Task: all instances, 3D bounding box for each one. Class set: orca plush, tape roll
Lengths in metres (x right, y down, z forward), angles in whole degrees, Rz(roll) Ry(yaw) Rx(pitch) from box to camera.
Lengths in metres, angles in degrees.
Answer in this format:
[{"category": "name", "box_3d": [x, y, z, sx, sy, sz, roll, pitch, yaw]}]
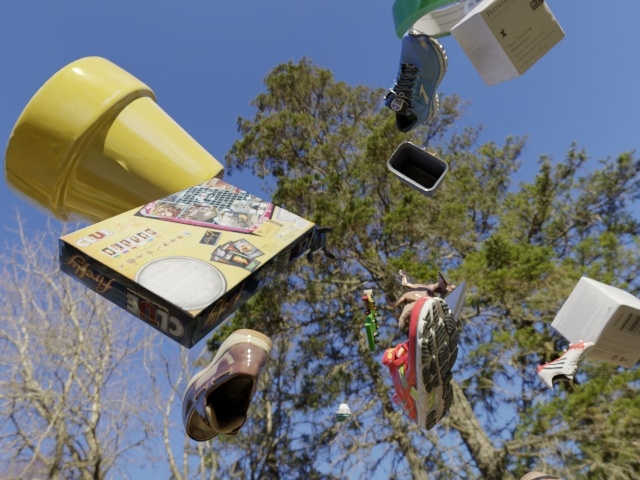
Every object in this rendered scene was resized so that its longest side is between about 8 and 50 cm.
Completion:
[{"category": "orca plush", "box_3d": [0.000, 0.000, 1.444, 0.102, 0.151, 0.287, -19, -30, 16]}, {"category": "tape roll", "box_3d": [0.376, -0.693, 1.322, 0.321, 0.321, 0.077, -12, -87, -6]}]

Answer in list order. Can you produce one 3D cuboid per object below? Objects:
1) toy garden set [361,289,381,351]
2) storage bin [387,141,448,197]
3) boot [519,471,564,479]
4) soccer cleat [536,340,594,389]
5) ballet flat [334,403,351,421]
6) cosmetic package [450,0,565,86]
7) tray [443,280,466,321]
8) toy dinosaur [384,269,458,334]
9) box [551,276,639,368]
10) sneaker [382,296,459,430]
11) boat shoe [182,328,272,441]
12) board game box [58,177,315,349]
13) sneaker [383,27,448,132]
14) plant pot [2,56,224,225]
[{"category": "toy garden set", "box_3d": [0.205, 0.283, 1.732, 0.049, 0.244, 0.204, -9, -78, 11]}, {"category": "storage bin", "box_3d": [0.245, -0.171, 1.100, 0.098, 0.135, 0.091, -53, -22, -3]}, {"category": "boot", "box_3d": [0.350, 0.424, 0.515, 0.109, 0.283, 0.220, -23, -16, 2]}, {"category": "soccer cleat", "box_3d": [0.323, 0.163, 0.580, 0.083, 0.035, 0.029, -34, -52, 8]}, {"category": "ballet flat", "box_3d": [0.060, 0.471, 1.226, 0.041, 0.041, 0.114, -4, -29, -11]}, {"category": "cosmetic package", "box_3d": [0.456, -0.512, 1.101, 0.151, 0.151, 0.184, -42, -76, -1]}, {"category": "tray", "box_3d": [0.322, 0.230, 1.225, 0.030, 0.145, 0.270, 32, -38, 7]}, {"category": "toy dinosaur", "box_3d": [0.353, 0.199, 1.547, 0.200, 0.295, 0.127, -4, -63, 35]}, {"category": "box", "box_3d": [0.450, 0.129, 0.702, 0.101, 0.087, 0.102, 17, -70, -17]}, {"category": "sneaker", "box_3d": [0.158, 0.210, 0.766, 0.107, 0.118, 0.279, -29, -52, -36]}, {"category": "boat shoe", "box_3d": [-0.201, 0.326, 0.894, 0.123, 0.123, 0.342, 26, -59, -18]}, {"category": "board game box", "box_3d": [-0.132, 0.005, 0.510, 0.165, 0.243, 0.042, 26, -60, 15]}, {"category": "sneaker", "box_3d": [0.261, -0.428, 1.250, 0.147, 0.130, 0.330, -44, -30, -16]}, {"category": "plant pot", "box_3d": [-0.294, -0.111, 0.703, 0.239, 0.254, 0.254, 31, -66, -8]}]
